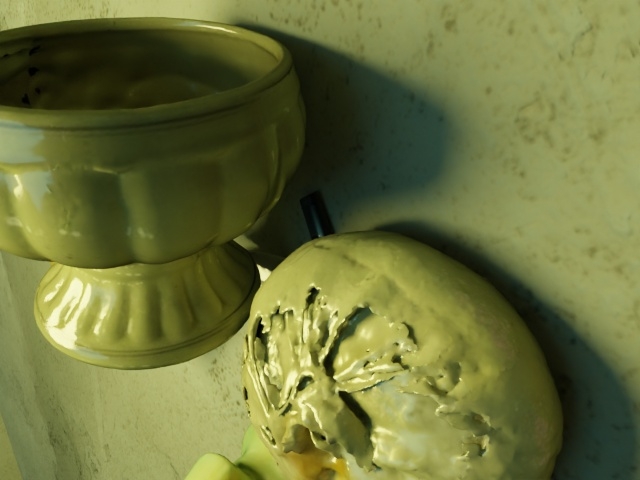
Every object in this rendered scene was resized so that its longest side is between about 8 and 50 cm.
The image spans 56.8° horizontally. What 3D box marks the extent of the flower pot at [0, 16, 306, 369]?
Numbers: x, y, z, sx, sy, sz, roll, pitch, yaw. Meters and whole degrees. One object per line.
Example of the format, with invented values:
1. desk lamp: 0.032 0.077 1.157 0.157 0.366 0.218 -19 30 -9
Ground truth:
1. flower pot: -0.165 -0.047 0.525 0.307 0.307 0.244 33 132 38

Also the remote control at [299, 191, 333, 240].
1. remote control: 0.000 0.000 0.565 0.034 0.016 0.091 -21 86 55

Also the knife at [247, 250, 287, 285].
1. knife: -0.148 0.068 0.698 0.336 0.043 0.081 -23 80 30

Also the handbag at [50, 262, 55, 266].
1. handbag: -0.356 -0.050 0.887 0.401 0.133 0.283 26 130 39

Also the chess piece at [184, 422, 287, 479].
1. chess piece: -0.110 0.295 0.572 0.176 0.298 0.175 23 123 43

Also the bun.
1. bun: 0.032 0.131 0.469 0.287 0.146 0.287 19 116 44
